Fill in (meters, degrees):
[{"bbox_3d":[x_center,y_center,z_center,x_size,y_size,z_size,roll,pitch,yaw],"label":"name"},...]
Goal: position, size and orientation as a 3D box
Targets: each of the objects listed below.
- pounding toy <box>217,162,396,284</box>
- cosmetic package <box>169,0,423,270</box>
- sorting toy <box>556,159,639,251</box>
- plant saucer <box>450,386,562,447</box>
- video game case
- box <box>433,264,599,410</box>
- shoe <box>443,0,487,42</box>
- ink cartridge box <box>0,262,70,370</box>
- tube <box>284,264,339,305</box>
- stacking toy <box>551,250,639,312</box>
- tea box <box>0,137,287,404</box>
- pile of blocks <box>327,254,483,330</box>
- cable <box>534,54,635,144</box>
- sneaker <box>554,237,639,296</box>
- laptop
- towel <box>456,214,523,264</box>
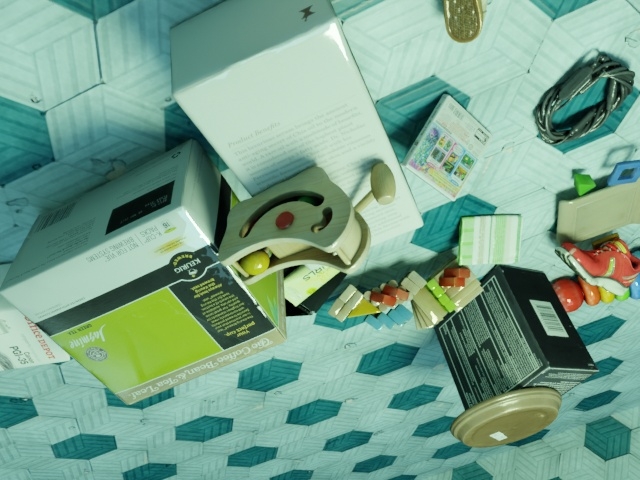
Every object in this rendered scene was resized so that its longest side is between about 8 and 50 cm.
[{"bbox_3d":[0.000,0.000,0.882,0.270,0.154,0.155,-24,140,14],"label":"pounding toy"},{"bbox_3d":[-0.016,-0.160,0.934,0.230,0.161,0.453,-22,141,10],"label":"cosmetic package"},{"bbox_3d":[0.632,-0.072,1.344,0.196,0.047,0.347,-17,144,8],"label":"sorting toy"},{"bbox_3d":[0.451,0.435,1.431,0.278,0.041,0.278,-9,142,-7],"label":"plant saucer"},{"bbox_3d":[0.233,-0.164,1.074,0.157,0.019,0.143,27,96,-40],"label":"video game case"},{"bbox_3d":[0.478,0.270,1.508,0.183,0.296,0.294,10,136,-28],"label":"box"},{"bbox_3d":[0.200,-0.387,0.826,0.077,0.058,0.219,9,141,19],"label":"shoe"},{"bbox_3d":[-0.647,0.156,1.143,0.283,0.117,0.207,-7,140,-9],"label":"ink cartridge box"},{"bbox_3d":[0.017,0.046,1.229,0.240,0.062,0.070,-38,95,7],"label":"tube"},{"bbox_3d":[0.766,0.114,1.553,0.330,0.141,0.141,-20,141,13],"label":"stacking toy"},{"bbox_3d":[-0.275,0.063,1.020,0.329,0.220,0.323,-23,125,11],"label":"tea box"},{"bbox_3d":[0.197,0.139,1.346,0.362,0.149,0.112,-15,175,1],"label":"pile of blocks"},{"bbox_3d":[0.480,-0.250,1.090,0.151,0.047,0.184,9,133,-34],"label":"cable"},{"bbox_3d":[0.662,0.039,1.404,0.279,0.107,0.118,17,117,-35],"label":"sneaker"},{"bbox_3d":[-0.095,0.064,1.298,0.264,0.136,0.234,-8,148,33],"label":"laptop"},{"bbox_3d":[0.378,-0.002,1.329,0.152,0.023,0.113,-1,102,-14],"label":"towel"}]
